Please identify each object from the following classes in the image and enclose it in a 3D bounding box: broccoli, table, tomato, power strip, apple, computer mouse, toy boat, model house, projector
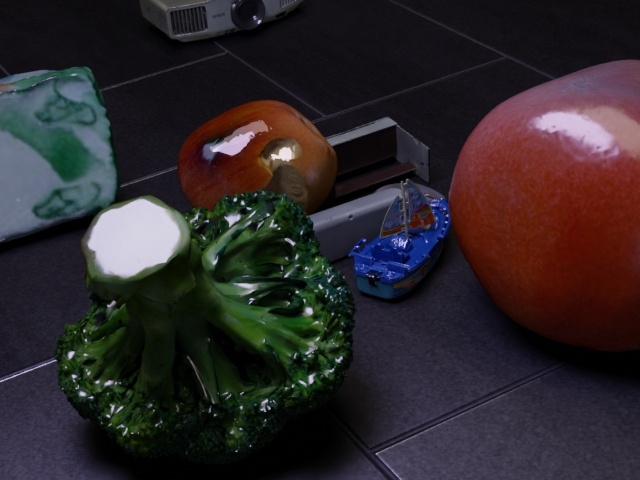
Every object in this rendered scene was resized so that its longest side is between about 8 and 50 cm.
[{"bbox_3d":[-0.109,0.065,1.119,0.297,0.297,0.298,-3,61,6],"label":"broccoli"},{"bbox_3d":[0.038,-0.110,1.591,0.146,0.063,0.175,-21,37,-22],"label":"table"},{"bbox_3d":[0.310,-0.053,1.238,0.341,0.273,0.341,-5,31,3],"label":"tomato"},{"bbox_3d":[0.000,0.000,1.413,0.252,0.060,0.027,-19,34,-21],"label":"power strip"},{"bbox_3d":[-0.073,-0.085,1.451,0.199,0.199,0.199,-5,31,3],"label":"apple"},{"bbox_3d":[0.109,-0.049,1.493,0.096,0.039,0.066,1,32,11],"label":"computer mouse"},{"bbox_3d":[0.102,-0.019,1.379,0.091,0.110,0.175,14,35,30],"label":"toy boat"},{"bbox_3d":[-0.432,-0.130,1.634,0.267,0.194,0.325,-18,19,-14],"label":"model house"},{"bbox_3d":[-0.166,-0.425,2.118,0.269,0.088,0.193,-21,35,-22],"label":"projector"}]
